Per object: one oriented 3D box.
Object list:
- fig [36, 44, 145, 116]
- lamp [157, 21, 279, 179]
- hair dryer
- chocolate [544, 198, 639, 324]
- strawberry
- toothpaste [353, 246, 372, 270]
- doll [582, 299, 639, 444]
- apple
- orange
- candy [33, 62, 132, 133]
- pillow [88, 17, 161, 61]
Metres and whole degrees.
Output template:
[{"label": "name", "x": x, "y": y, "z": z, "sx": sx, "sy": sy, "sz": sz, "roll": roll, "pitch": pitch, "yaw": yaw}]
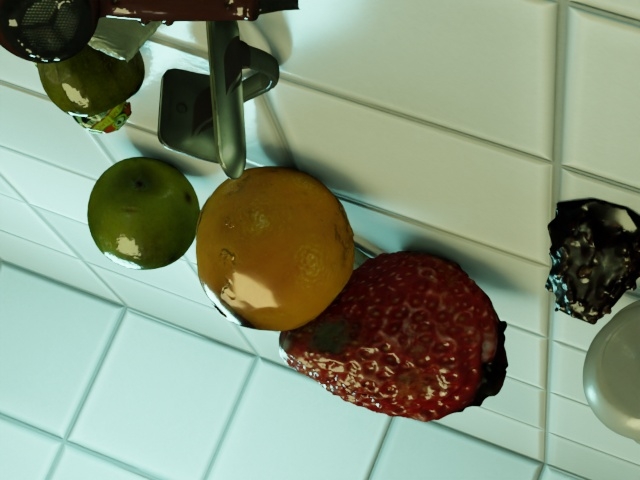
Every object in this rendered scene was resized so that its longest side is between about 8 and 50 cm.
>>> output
[{"label": "fig", "x": -0.310, "y": -0.253, "z": 1.808, "sx": 0.185, "sy": 0.133, "sz": 0.126, "roll": 66, "pitch": 172, "yaw": -9}, {"label": "lamp", "x": -0.116, "y": -0.145, "z": 1.704, "sx": 0.124, "sy": 0.203, "sz": 0.283, "roll": 7, "pitch": 166, "yaw": -18}, {"label": "hair dryer", "x": -0.194, "y": -0.276, "z": 1.502, "sx": 0.340, "sy": 0.123, "sz": 0.312, "roll": 0, "pitch": -152, "yaw": -14}, {"label": "chocolate", "x": 0.346, "y": 0.039, "z": 1.769, "sx": 0.156, "sy": 0.133, "sz": 0.156, "roll": 20, "pitch": 167, "yaw": 5}, {"label": "strawberry", "x": 0.113, "y": 0.137, "z": 2.205, "sx": 0.310, "sy": 0.292, "sz": 0.291, "roll": 36, "pitch": 161, "yaw": -29}, {"label": "toothpaste", "x": 0.000, "y": 0.000, "z": 2.324, "sx": 0.314, "sy": 0.056, "sz": 0.058, "roll": 34, "pitch": 122, "yaw": -24}, {"label": "doll", "x": 0.497, "y": 0.188, "z": 1.974, "sx": 0.251, "sy": 0.221, "sz": 0.221, "roll": -18, "pitch": 150, "yaw": 16}, {"label": "apple", "x": -0.292, "y": -0.048, "z": 2.321, "sx": 0.196, "sy": 0.196, "sz": 0.157, "roll": 19, "pitch": 142, "yaw": 15}, {"label": "orange", "x": -0.073, "y": 0.012, "z": 2.075, "sx": 0.246, "sy": 0.246, "sz": 0.246, "roll": 21, "pitch": 165, "yaw": 6}, {"label": "candy", "x": -0.399, "y": -0.258, "z": 1.994, "sx": 0.305, "sy": 0.083, "sz": 0.091, "roll": 37, "pitch": 178, "yaw": -19}, {"label": "pillow", "x": -0.301, "y": -0.282, "z": 1.644, "sx": 0.229, "sy": 0.148, "sz": 0.050, "roll": 26, "pitch": 125, "yaw": -3}]
